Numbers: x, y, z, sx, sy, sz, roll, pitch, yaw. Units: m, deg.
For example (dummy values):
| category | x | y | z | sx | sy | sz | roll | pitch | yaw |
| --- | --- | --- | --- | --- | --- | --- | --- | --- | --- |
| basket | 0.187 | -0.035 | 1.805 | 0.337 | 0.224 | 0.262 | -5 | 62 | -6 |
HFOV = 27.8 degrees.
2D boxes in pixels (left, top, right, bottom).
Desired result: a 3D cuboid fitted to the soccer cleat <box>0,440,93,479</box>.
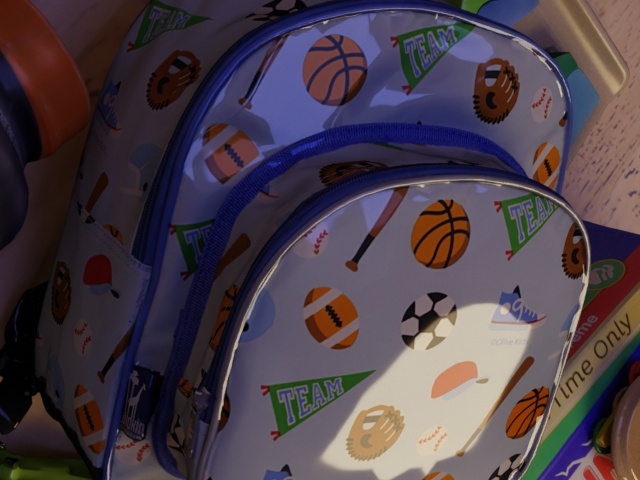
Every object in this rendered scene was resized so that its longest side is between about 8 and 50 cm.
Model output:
| category | x | y | z | sx | sy | sz | roll | pitch | yaw |
| --- | --- | --- | --- | --- | --- | --- | --- | --- | --- |
| soccer cleat | -0.132 | 0.149 | 0.674 | 0.178 | 0.060 | 0.072 | 16 | 98 | -30 |

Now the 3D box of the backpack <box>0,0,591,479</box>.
| category | x | y | z | sx | sy | sz | roll | pitch | yaw |
| --- | --- | --- | --- | --- | --- | --- | --- | --- | --- |
| backpack | 0.000 | 0.000 | 0.627 | 0.276 | 0.213 | 0.263 | -3 | 110 | -36 |

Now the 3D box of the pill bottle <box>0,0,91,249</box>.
| category | x | y | z | sx | sy | sz | roll | pitch | yaw |
| --- | --- | --- | --- | --- | --- | --- | --- | --- | --- |
| pill bottle | -0.214 | -0.015 | 0.537 | 0.245 | 0.130 | 0.130 | -41 | 119 | -24 |

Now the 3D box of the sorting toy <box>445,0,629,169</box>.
| category | x | y | z | sx | sy | sz | roll | pitch | yaw |
| --- | --- | --- | --- | --- | --- | --- | --- | --- | --- |
| sorting toy | 0.101 | -0.091 | 0.804 | 0.208 | 0.038 | 0.193 | -52 | 123 | -16 |

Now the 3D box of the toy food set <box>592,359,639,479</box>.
| category | x | y | z | sx | sy | sz | roll | pitch | yaw |
| --- | --- | --- | --- | --- | --- | --- | --- | --- | --- |
| toy food set | 0.199 | 0.112 | 0.772 | 0.083 | 0.020 | 0.082 | -49 | 120 | -21 |

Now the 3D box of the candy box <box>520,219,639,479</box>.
| category | x | y | z | sx | sy | sz | roll | pitch | yaw |
| --- | --- | --- | --- | --- | --- | --- | --- | --- | --- |
| candy box | 0.173 | 0.191 | 0.854 | 0.268 | 0.122 | 0.317 | -43 | 118 | -22 |
